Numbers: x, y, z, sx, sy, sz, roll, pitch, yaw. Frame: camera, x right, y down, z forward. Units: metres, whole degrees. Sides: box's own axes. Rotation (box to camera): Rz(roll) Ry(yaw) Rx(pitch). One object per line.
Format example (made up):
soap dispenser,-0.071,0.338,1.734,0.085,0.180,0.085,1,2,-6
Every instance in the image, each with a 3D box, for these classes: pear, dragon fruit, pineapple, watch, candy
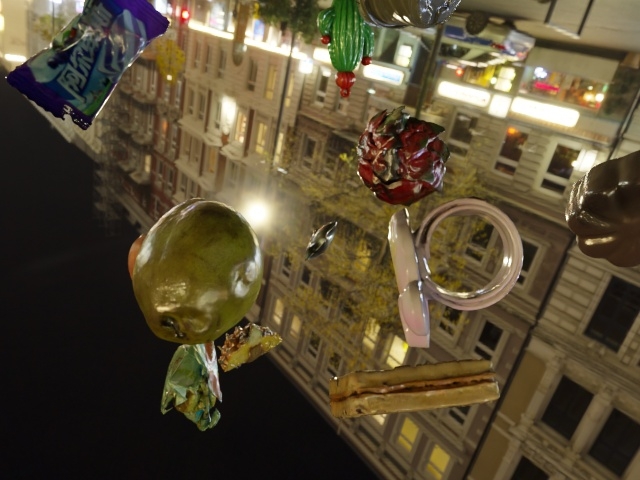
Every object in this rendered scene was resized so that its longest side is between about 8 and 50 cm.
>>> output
pear,-0.325,0.082,1.313,0.352,0.352,0.413,10,-118,-7
dragon fruit,0.155,-0.149,0.890,0.189,0.182,0.182,26,-162,-19
pineapple,-0.280,0.346,1.748,0.250,0.164,0.140,-29,-135,-20
watch,0.240,0.050,0.842,0.218,0.248,0.211,-11,177,13
candy,-0.385,-0.328,0.810,0.145,0.275,0.070,38,-178,-40

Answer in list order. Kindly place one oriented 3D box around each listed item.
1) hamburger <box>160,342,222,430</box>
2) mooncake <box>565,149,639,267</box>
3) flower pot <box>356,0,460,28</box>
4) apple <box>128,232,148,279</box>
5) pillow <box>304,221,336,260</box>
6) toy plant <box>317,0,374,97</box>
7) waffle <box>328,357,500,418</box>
hamburger,-0.398,0.424,1.403,0.150,0.276,0.261,0,179,-34
mooncake,0.761,-0.068,1.156,0.306,0.306,0.154,22,-131,21
flower pot,0.196,-0.517,0.947,0.235,0.235,0.140,-7,-134,-40
apple,-0.440,0.068,1.531,0.163,0.251,0.293,4,-144,47
pillow,0.002,0.002,1.339,0.091,0.055,0.135,-18,-157,22
toy plant,0.078,-0.522,1.268,0.155,0.240,0.088,-38,-145,-17
waffle,0.226,0.373,1.204,0.376,0.261,0.114,-2,-112,-11
